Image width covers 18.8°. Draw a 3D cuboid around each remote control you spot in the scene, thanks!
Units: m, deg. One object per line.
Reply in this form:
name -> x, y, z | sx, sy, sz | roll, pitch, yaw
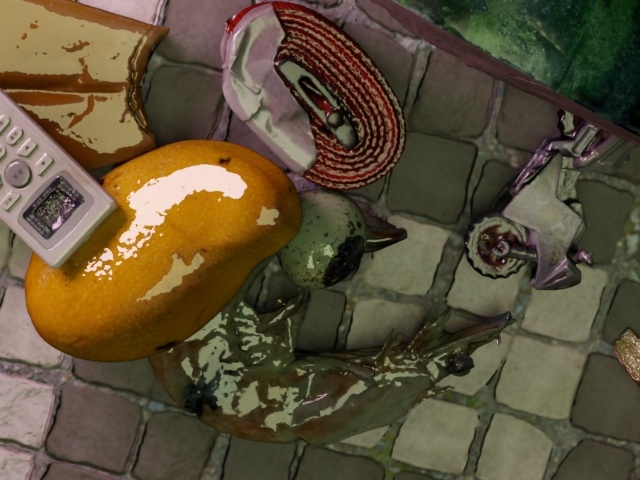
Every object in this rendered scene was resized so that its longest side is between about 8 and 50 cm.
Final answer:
remote control -> -0.279, -0.067, 1.755 | 0.190, 0.029, 0.087 | 45, 95, 2

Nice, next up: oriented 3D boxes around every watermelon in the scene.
watermelon -> 0.219, -0.234, 1.715 | 0.319, 0.292, 0.222 | 28, 89, 21

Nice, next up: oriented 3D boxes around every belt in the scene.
belt -> -0.008, -0.136, 1.793 | 0.128, 0.124, 0.201 | -44, 102, 4

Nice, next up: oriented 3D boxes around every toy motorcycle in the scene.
toy motorcycle -> 0.237, -0.039, 1.853 | 0.122, 0.080, 0.215 | 37, 93, -11

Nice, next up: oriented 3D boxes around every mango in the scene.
mango -> -0.145, 0.008, 1.799 | 0.295, 0.120, 0.177 | -27, 68, 15

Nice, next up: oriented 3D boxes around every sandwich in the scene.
sandwich -> 0.324, 0.130, 1.915 | 0.031, 0.044, 0.083 | -40, 100, 11
sandwich -> -0.259, -0.109, 1.814 | 0.212, 0.063, 0.245 | 17, 101, -7

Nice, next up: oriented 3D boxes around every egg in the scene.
egg -> 0.000, 0.000, 1.793 | 0.085, 0.110, 0.085 | 7, 125, 9

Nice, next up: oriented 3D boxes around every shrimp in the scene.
shrimp -> 0.010, 0.077, 1.873 | 0.360, 0.085, 0.247 | -4, 97, 1
